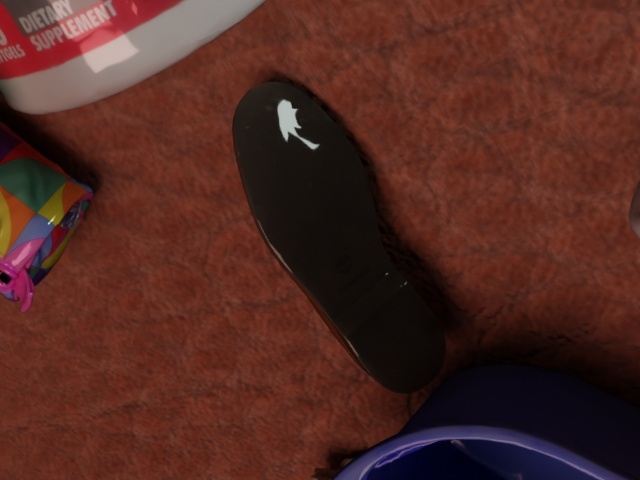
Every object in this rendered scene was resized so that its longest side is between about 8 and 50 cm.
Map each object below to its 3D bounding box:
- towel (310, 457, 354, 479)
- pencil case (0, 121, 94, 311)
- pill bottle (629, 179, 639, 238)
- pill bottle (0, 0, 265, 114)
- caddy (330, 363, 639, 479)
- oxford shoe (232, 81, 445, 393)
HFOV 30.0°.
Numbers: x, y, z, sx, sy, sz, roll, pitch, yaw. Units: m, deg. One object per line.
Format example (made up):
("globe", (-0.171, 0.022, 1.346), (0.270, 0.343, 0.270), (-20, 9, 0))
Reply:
("towel", (0.123, 0.263, 0.910), (0.282, 0.049, 0.187), (14, 132, 14))
("pencil case", (-0.266, -0.057, 0.811), (0.236, 0.104, 0.104), (36, 133, -2))
("pill bottle", (0.269, 0.004, 0.584), (0.208, 0.119, 0.119), (33, 133, -1))
("pill bottle", (-0.154, -0.234, 0.563), (0.176, 0.176, 0.319), (-12, 119, 33))
("caddy", (0.155, 0.230, 0.734), (0.341, 0.179, 0.241), (25, 114, 10))
("oxford shoe", (0.000, 0.000, 0.752), (0.212, 0.076, 0.076), (63, 166, -14))
